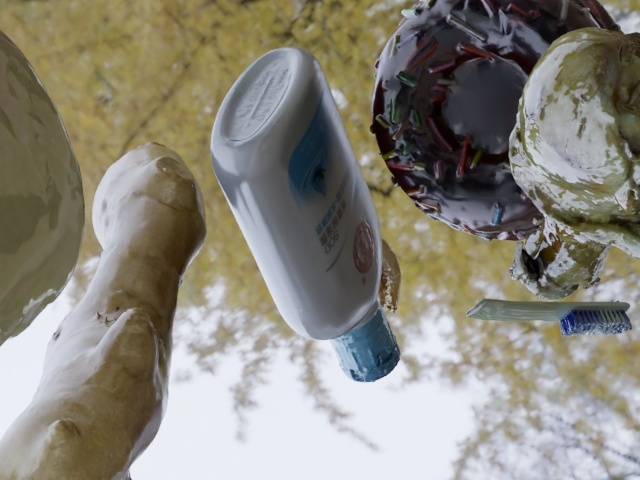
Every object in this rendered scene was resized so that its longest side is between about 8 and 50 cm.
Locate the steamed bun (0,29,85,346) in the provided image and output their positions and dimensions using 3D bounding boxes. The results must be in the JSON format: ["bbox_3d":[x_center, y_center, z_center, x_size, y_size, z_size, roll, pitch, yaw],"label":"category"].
[{"bbox_3d":[-0.200,0.000,0.353,0.238,0.170,0.153,-35,-66,-27],"label":"steamed bun"}]

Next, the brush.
[{"bbox_3d":[0.216,0.073,1.201,0.178,0.033,0.030,3,-115,-30],"label":"brush"}]

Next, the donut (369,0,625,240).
[{"bbox_3d":[0.146,-0.111,1.057,0.235,0.235,0.089,64,-158,6],"label":"donut"}]

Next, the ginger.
[{"bbox_3d":[-0.152,0.076,0.982,0.122,0.348,0.363,22,-102,-9],"label":"ginger"}]

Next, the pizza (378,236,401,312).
[{"bbox_3d":[0.037,0.047,1.564,0.131,0.178,0.041,-25,-134,-12],"label":"pizza"}]

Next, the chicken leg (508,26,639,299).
[{"bbox_3d":[0.153,-0.028,0.707,0.103,0.228,0.088,11,-125,12],"label":"chicken leg"}]

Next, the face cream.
[{"bbox_3d":[0.000,0.000,1.155,0.163,0.080,0.337,-66,-34,-40],"label":"face cream"}]
